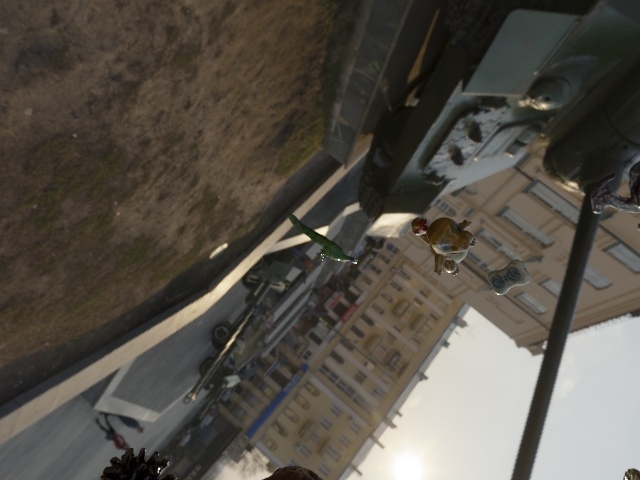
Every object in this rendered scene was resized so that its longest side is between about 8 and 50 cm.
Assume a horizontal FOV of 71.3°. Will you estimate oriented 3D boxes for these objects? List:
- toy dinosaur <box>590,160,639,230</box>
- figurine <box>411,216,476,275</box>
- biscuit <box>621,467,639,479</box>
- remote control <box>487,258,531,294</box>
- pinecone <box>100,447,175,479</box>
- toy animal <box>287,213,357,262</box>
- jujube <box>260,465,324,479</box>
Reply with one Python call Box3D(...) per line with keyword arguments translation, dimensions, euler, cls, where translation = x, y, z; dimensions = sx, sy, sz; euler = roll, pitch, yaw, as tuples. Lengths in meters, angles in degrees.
Box3D(translation=(0.715, -0.114, 0.916), dimensions=(0.294, 0.162, 0.077), euler=(-45, -177, 42), cls="toy dinosaur")
Box3D(translation=(0.223, -0.007, 0.838), dimensions=(0.121, 0.122, 0.176), euler=(-57, 159, -1), cls="figurine")
Box3D(translation=(0.577, 0.499, 0.828), dimensions=(0.152, 0.020, 0.151), euler=(13, 90, -67), cls="biscuit")
Box3D(translation=(0.529, 0.104, 1.258), dimensions=(0.032, 0.074, 0.122), euler=(-13, 160, -34), cls="remote control")
Box3D(translation=(-0.356, 0.464, 0.854), dimensions=(0.140, 0.120, 0.140), euler=(-31, -171, 5), cls="pinecone")
Box3D(translation=(-0.003, 0.010, 1.177), dimensions=(0.041, 0.217, 0.075), euler=(-51, 172, -35), cls="toy animal")
Box3D(translation=(-0.117, 0.697, 0.986), dimensions=(0.376, 0.277, 0.276), euler=(-57, 173, -10), cls="jujube")
